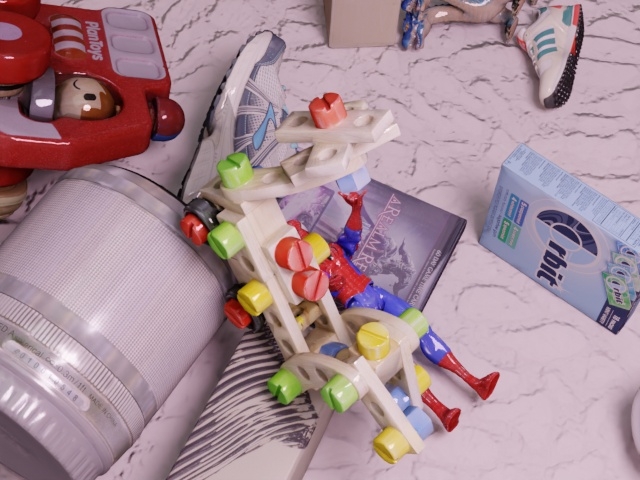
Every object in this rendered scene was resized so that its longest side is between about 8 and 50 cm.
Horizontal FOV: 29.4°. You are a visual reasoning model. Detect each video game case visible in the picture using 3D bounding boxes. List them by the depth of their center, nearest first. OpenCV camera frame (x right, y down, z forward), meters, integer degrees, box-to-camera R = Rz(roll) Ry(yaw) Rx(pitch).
[{"bbox_3d":[0.000,0.000,1.358,0.274,0.026,0.196,24,61,12],"label":"video game case"}]

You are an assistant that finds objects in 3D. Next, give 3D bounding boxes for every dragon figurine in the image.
[{"bbox_3d":[0.207,-0.342,1.540,0.144,0.085,0.289,28,63,13],"label":"dragon figurine"}]

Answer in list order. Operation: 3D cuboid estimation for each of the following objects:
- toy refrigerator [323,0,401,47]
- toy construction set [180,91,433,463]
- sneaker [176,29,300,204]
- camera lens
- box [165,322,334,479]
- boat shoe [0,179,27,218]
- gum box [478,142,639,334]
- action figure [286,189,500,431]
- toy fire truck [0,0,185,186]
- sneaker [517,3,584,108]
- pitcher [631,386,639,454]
[{"bbox_3d":[0.046,-0.380,1.547,0.094,0.102,0.270,-3,58,-5],"label":"toy refrigerator"},{"bbox_3d":[-0.004,0.027,1.087,0.151,0.328,0.215,-25,28,-32],"label":"toy construction set"},{"bbox_3d":[-0.074,-0.106,1.362,0.122,0.110,0.283,22,61,-10],"label":"sneaker"},{"bbox_3d":[-0.229,0.079,1.182,0.219,0.219,0.274,29,61,14],"label":"camera lens"},{"bbox_3d":[-0.071,0.211,1.183,0.113,0.094,0.275,21,59,8],"label":"box"},{"bbox_3d":[-0.463,-0.037,1.332,0.285,0.089,0.105,-2,33,-7],"label":"boat shoe"},{"bbox_3d":[0.264,0.000,1.292,0.184,0.157,0.041,36,63,18],"label":"gum box"},{"bbox_3d":[0.059,0.053,1.239,0.091,0.139,0.280,-38,65,-24],"label":"action figure"},{"bbox_3d":[-0.284,-0.182,1.357,0.253,0.169,0.302,1,38,-20],"label":"toy fire truck"},{"bbox_3d":[0.276,-0.227,1.499,0.075,0.057,0.161,7,58,21],"label":"sneaker"},{"bbox_3d":[0.423,0.206,1.207,0.207,0.125,0.178,2,73,-15],"label":"pitcher"}]
